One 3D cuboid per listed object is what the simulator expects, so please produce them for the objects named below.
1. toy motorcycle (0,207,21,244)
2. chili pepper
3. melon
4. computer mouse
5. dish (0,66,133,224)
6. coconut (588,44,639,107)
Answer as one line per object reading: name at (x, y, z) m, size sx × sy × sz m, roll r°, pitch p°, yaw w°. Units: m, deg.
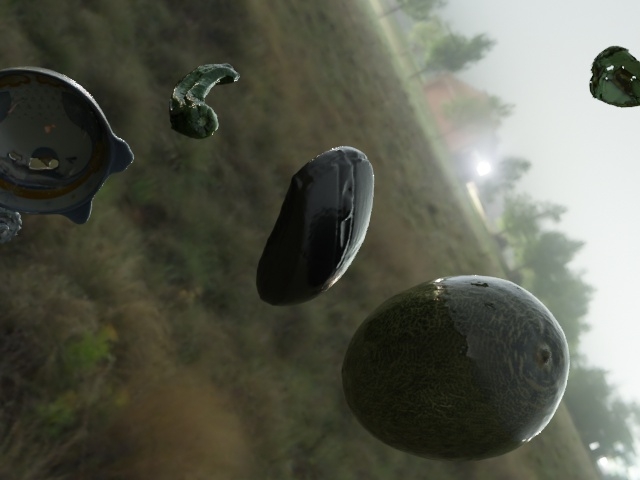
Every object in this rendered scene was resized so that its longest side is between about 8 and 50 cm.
toy motorcycle at (-0.565, 0.012, 1.609) m, size 0.094 × 0.229 × 0.130 m, roll 43°, pitch -6°, yaw 35°
chili pepper at (-0.153, -0.176, 1.356) m, size 0.050 × 0.073 × 0.182 m, roll 60°, pitch 20°, yaw -28°
melon at (0.170, 0.171, 1.410) m, size 0.249 × 0.329 × 0.248 m, roll 16°, pitch 65°, yaw -37°
computer mouse at (0.000, 0.000, 1.429) m, size 0.138 × 0.269 × 0.086 m, roll -21°, pitch 55°, yaw -44°
dish at (-0.370, -0.131, 1.374) m, size 0.236 × 0.228 × 0.086 m, roll 29°, pitch 26°, yaw -18°
coconut at (0.647, -0.353, 2.324) m, size 0.158 × 0.133 × 0.055 m, roll 55°, pitch 17°, yaw -18°
